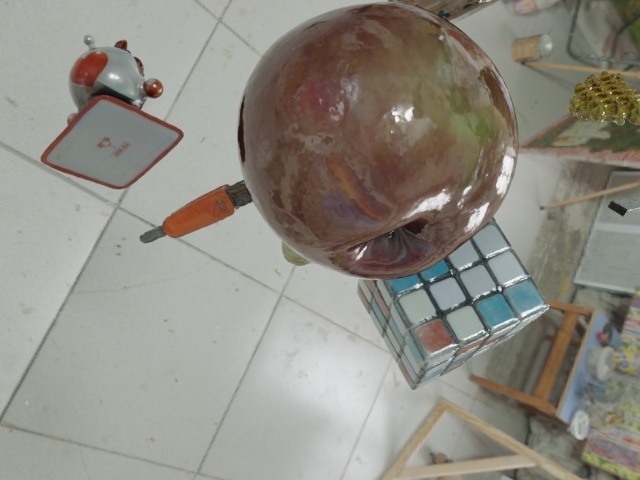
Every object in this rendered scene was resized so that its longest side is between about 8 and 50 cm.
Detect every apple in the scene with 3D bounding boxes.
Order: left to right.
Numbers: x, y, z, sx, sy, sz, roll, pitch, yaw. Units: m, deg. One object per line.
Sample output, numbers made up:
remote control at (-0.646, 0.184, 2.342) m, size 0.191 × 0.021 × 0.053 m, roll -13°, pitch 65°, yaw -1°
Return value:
apple at (0.062, -0.090, 0.584) m, size 0.305 × 0.305 × 0.235 m, roll 10°, pitch 55°, yaw -37°

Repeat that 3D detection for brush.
brush at (-0.297, -0.064, 1.349) m, size 0.070 × 0.323 × 0.051 m, roll 64°, pitch 16°, yaw -16°

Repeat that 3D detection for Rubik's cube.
Rubik's cube at (0.240, 0.108, 1.114) m, size 0.256 × 0.253 × 0.259 m, roll -24°, pitch 68°, yaw -10°

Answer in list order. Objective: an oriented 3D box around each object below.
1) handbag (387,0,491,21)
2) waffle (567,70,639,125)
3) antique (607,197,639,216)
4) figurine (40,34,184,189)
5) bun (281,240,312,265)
handbag at (0.276, -0.583, 1.258) m, size 0.190 × 0.251 × 0.193 m, roll -37°, pitch 107°, yaw -43°
waffle at (0.578, -0.284, 1.114) m, size 0.192 × 0.160 × 0.046 m, roll -41°, pitch 130°, yaw -33°
antique at (0.532, -0.060, 0.976) m, size 0.192 × 0.031 × 0.015 m, roll -8°, pitch 132°, yaw -52°
figurine at (-0.355, -0.240, 0.942) m, size 0.160 × 0.183 × 0.226 m, roll 20°, pitch 45°, yaw -49°
bun at (0.000, 0.000, 1.288) m, size 0.188 × 0.164 × 0.111 m, roll 3°, pitch 51°, yaw -56°
